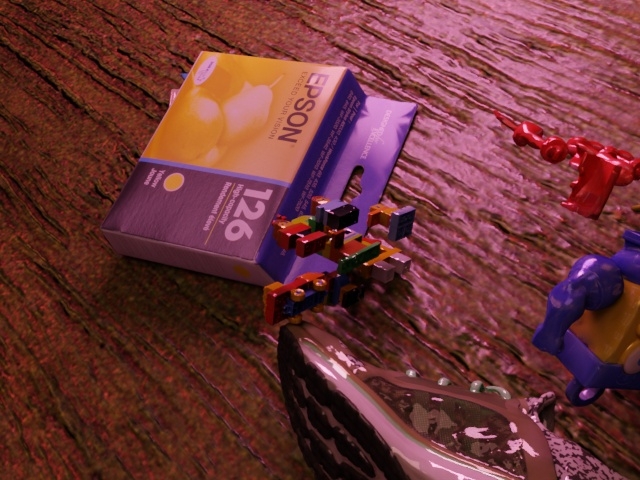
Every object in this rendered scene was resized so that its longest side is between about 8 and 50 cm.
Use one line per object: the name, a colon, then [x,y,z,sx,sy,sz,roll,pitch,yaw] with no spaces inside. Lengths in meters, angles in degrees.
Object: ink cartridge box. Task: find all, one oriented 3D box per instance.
ink cartridge box: [-0.074,-0.095,0.989,0.307,0.072,0.303,10,60,25]

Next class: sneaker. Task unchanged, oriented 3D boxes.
sneaker: [0.125,0.183,0.706,0.182,0.158,0.410,-27,45,-36]

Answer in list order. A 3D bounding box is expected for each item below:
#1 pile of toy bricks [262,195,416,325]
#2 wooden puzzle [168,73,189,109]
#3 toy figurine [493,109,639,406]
pile of toy bricks: [0.000,0.000,0.815,0.105,0.118,0.212,25,30,33]
wooden puzzle: [-0.179,-0.195,1.138,0.079,0.014,0.116,-2,55,13]
toy figurine: [0.278,0.045,0.711,0.191,0.363,0.217,42,115,50]
